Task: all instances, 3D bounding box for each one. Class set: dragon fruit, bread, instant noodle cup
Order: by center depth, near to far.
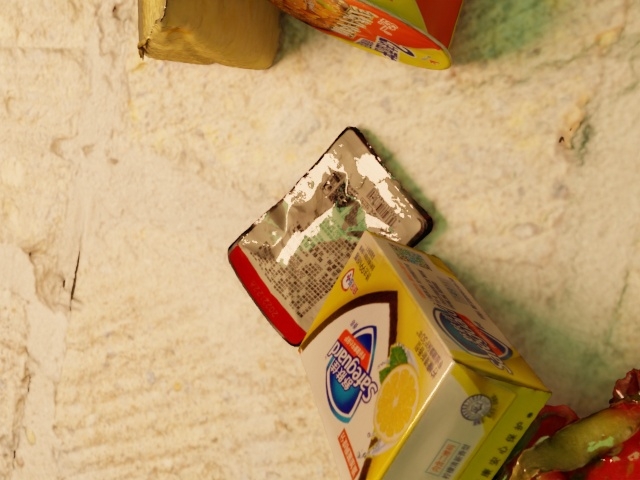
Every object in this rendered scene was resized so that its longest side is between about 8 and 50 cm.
[{"bbox_3d":[0.242,0.260,0.638,0.237,0.231,0.302,24,99,29],"label":"dragon fruit"},{"bbox_3d":[-0.158,-0.335,0.708,0.242,0.405,0.345,13,106,15],"label":"bread"},{"bbox_3d":[0.062,-0.286,0.725,0.213,0.213,0.174,24,96,24],"label":"instant noodle cup"}]

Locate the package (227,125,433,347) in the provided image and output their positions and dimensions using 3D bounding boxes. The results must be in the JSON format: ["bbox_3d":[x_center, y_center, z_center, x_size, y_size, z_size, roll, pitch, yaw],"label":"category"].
[{"bbox_3d":[0.000,0.000,0.858,0.239,0.030,0.154,-43,75,22],"label":"package"}]

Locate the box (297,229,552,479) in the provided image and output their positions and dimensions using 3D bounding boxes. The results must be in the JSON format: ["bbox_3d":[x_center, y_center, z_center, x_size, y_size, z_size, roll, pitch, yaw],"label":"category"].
[{"bbox_3d":[0.078,0.120,0.701,0.097,0.265,0.168,23,108,-20],"label":"box"}]
